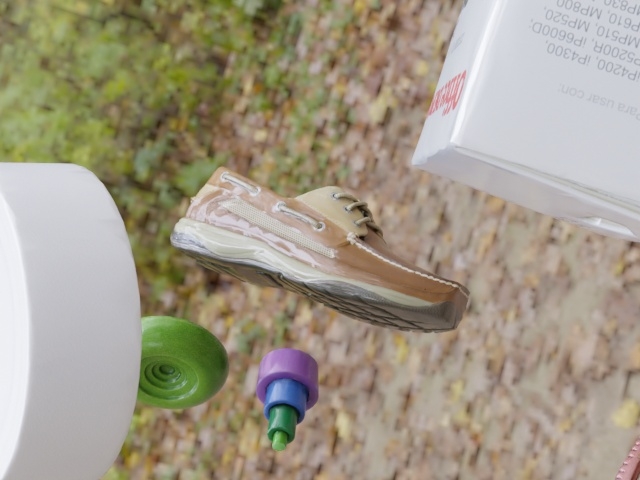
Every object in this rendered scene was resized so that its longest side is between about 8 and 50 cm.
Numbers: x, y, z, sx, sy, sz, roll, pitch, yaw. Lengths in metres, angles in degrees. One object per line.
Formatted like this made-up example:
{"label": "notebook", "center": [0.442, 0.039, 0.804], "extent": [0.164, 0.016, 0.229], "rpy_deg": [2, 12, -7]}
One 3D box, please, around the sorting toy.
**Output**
{"label": "sorting toy", "center": [-0.186, 0.158, 1.523], "extent": [0.126, 0.365, 0.127], "rpy_deg": [-82, -1, -47]}

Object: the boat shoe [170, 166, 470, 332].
{"label": "boat shoe", "center": [0.000, 0.000, 1.536], "extent": [0.120, 0.324, 0.122], "rpy_deg": [-68, -23, -10]}

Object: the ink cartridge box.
{"label": "ink cartridge box", "center": [0.192, -0.203, 0.906], "extent": [0.279, 0.160, 0.385], "rpy_deg": [-135, 63, -89]}

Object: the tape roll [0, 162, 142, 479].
{"label": "tape roll", "center": [-0.257, 0.075, 1.286], "extent": [0.286, 0.100, 0.286], "rpy_deg": [3, 93, 56]}

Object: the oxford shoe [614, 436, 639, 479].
{"label": "oxford shoe", "center": [0.287, 0.288, 1.216], "extent": [0.348, 0.130, 0.123], "rpy_deg": [-65, -34, -38]}
